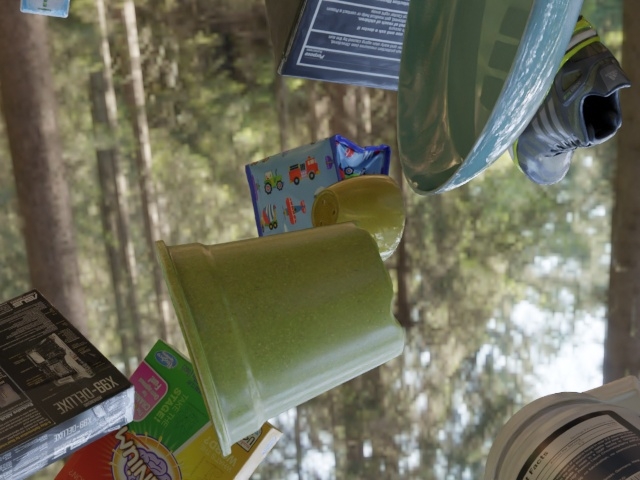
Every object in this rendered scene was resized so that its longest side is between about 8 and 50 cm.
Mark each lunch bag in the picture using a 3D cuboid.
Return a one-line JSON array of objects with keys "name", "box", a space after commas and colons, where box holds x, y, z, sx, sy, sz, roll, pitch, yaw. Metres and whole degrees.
[{"name": "lunch bag", "box": [0.000, 0.000, 1.934, 0.138, 0.293, 0.221, 8, 165, -42]}]

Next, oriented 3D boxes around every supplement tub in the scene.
[{"name": "supplement tub", "box": [0.289, 0.271, 1.125, 0.191, 0.191, 0.272, -10, -162, -16]}]

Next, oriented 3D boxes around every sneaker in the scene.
[{"name": "sneaker", "box": [0.336, -0.159, 1.604, 0.111, 0.300, 0.121, -28, -118, -15]}]

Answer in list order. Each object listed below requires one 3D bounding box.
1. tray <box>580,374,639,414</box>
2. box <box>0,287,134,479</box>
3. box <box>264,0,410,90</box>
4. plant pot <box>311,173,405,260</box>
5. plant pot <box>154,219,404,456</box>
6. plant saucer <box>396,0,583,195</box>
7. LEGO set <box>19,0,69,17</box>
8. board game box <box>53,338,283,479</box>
[{"name": "tray", "box": [0.466, 0.328, 1.711, 0.145, 0.030, 0.270, -14, -113, -24]}, {"name": "box", "box": [-0.439, 0.208, 1.568, 0.307, 0.076, 0.242, -26, -129, -37]}, {"name": "box", "box": [0.112, -0.343, 1.425, 0.296, 0.294, 0.182, 6, -134, -18]}, {"name": "plant pot", "box": [0.044, -0.036, 1.717, 0.095, 0.134, 0.134, 7, -168, -36]}, {"name": "plant pot", "box": [-0.043, 0.094, 1.468, 0.254, 0.276, 0.276, -18, -156, -8]}, {"name": "plant saucer", "box": [0.118, -0.182, 0.792, 0.044, 0.317, 0.317, 12, -160, -10]}, {"name": "LEGO set", "box": [-0.499, -0.448, 1.833, 0.244, 0.182, 0.060, 5, -160, -21]}, {"name": "board game box", "box": [-0.248, 0.350, 1.829, 0.242, 0.316, 0.064, 34, 175, 21]}]
